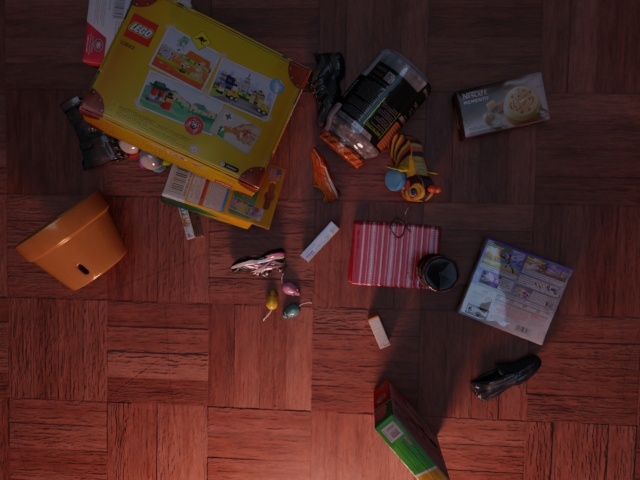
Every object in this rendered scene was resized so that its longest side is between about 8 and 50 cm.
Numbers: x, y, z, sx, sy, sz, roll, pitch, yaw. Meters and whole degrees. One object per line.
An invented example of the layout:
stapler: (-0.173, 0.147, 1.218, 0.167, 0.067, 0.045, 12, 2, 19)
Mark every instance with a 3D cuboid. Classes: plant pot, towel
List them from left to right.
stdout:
plant pot: (-0.724, 0.010, 1.774, 0.290, 0.291, 0.204, -32, 108, 5)
towel: (0.226, 0.044, 1.816, 0.274, 0.031, 0.199, 4, 91, 2)

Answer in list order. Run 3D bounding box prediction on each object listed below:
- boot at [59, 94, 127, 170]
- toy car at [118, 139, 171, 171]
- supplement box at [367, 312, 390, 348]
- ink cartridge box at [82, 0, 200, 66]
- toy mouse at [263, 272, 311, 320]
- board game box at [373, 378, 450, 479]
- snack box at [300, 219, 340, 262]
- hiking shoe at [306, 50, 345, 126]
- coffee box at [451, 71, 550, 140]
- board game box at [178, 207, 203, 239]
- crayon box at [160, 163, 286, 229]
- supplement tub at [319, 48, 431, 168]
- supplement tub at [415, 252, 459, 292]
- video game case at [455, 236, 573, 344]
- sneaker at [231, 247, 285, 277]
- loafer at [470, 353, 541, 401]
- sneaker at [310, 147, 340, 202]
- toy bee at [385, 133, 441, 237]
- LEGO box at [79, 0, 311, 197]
boot: (-0.660, -0.357, 1.838, 0.262, 0.091, 0.229, -23, 97, 9)
toy car: (-0.528, -0.281, 1.805, 0.182, 0.159, 0.136, 38, 132, -6)
supplement box: (0.179, 0.276, 1.815, 0.036, 0.062, 0.099, -23, 91, 4)
ink cartridge box: (-0.535, -0.615, 1.783, 0.306, 0.131, 0.226, 10, 94, 1)
toy mouse: (-0.098, 0.187, 1.845, 0.143, 0.031, 0.161, 10, 94, 3)
board game box: (0.253, 0.552, 1.698, 0.064, 0.316, 0.242, -41, 89, 6)
snack box: (0.000, 0.000, 1.793, 0.037, 0.100, 0.141, 44, 94, 0)
hiking shoe: (0.004, -0.456, 1.788, 0.114, 0.086, 0.227, 11, 90, 19)
coffee box: (0.524, -0.390, 1.735, 0.246, 0.098, 0.141, -11, 92, 4)
board game box: (-0.403, -0.082, 1.816, 0.026, 0.103, 0.154, -15, 92, 5)
crayon box: (-0.286, -0.165, 1.759, 0.322, 0.083, 0.203, 18, 75, -13)
supplement tub: (0.152, -0.376, 1.716, 0.193, 0.193, 0.316, 41, 94, 1)
supplement tub: (0.331, 0.089, 1.698, 0.106, 0.198, 0.106, 0, 91, 2)
video game case: (0.578, 0.149, 1.780, 0.269, 0.061, 0.244, 21, 96, 2)
sneaker: (-0.190, 0.084, 1.830, 0.178, 0.072, 0.077, -12, 103, 10)
loafer: (0.559, 0.403, 1.787, 0.223, 0.076, 0.078, -32, 98, 9)
sneaker: (0.000, -0.199, 1.803, 0.067, 0.064, 0.175, -22, 89, 15)
toy bee: (0.285, -0.176, 1.734, 0.195, 0.162, 0.298, -27, 102, -39)
LEGO box: (-0.333, -0.392, 1.619, 0.500, 0.193, 0.373, 24, 81, -12)
